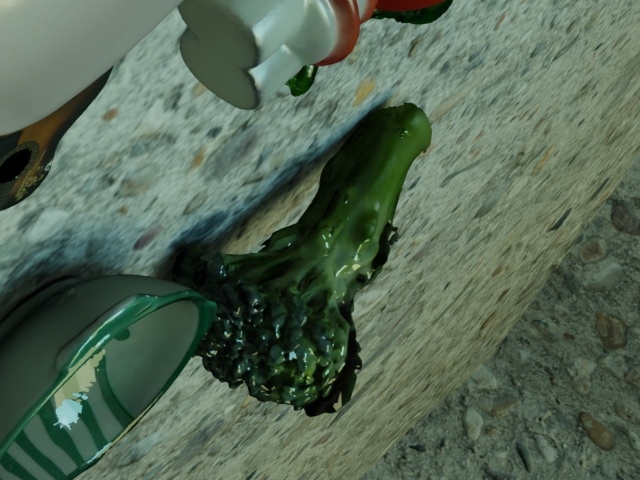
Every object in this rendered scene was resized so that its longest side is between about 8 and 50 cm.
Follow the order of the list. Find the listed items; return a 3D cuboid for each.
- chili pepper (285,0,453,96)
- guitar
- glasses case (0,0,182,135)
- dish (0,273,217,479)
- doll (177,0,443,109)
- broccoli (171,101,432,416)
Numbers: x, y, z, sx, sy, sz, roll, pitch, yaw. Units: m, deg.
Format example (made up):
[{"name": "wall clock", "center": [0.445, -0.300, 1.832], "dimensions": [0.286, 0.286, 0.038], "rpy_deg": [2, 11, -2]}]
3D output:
[{"name": "chili pepper", "center": [0.039, -0.158, 0.935], "dimensions": [0.182, 0.050, 0.073], "rpy_deg": [-31, 166, -43]}, {"name": "guitar", "center": [-0.179, -0.018, 0.723], "dimensions": [0.088, 0.025, 0.233], "rpy_deg": [-28, 158, -53]}, {"name": "glasses case", "center": [-0.062, -0.162, 0.559], "dimensions": [0.297, 0.075, 0.113], "rpy_deg": [-46, 160, -1]}, {"name": "dish", "center": [-0.181, 0.095, 0.920], "dimensions": [0.246, 0.078, 0.224], "rpy_deg": [-41, 165, -28]}, {"name": "doll", "center": [0.041, -0.186, 0.703], "dimensions": [0.290, 0.130, 0.161], "rpy_deg": [-49, 163, -23]}, {"name": "broccoli", "center": [0.002, -0.003, 1.121], "dimensions": [0.304, 0.165, 0.145], "rpy_deg": [-54, 140, -33]}]
